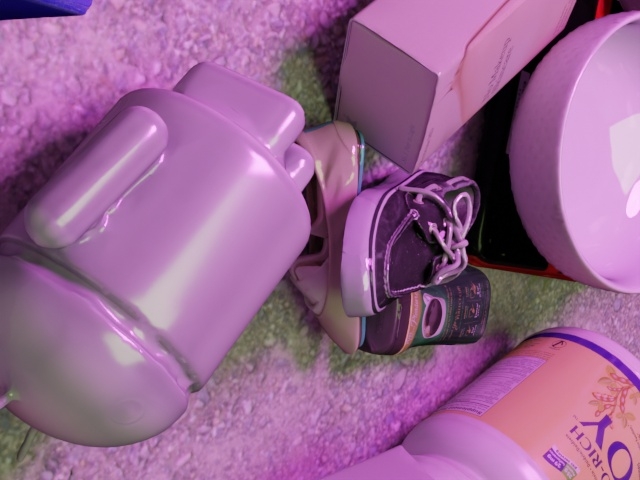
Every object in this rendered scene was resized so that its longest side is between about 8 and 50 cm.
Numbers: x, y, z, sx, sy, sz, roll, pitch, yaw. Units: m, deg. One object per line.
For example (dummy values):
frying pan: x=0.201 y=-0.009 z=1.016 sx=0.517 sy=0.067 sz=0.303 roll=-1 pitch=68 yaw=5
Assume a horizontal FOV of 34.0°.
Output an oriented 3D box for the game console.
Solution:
game console: x=0.326 y=-0.141 z=1.384 sx=0.342 sy=0.060 sz=0.386 roll=9 pitch=92 yaw=-41

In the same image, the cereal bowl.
cereal bowl: x=0.345 y=-0.108 z=1.271 sx=0.339 sy=0.141 sz=0.339 roll=-8 pitch=102 yaw=-39

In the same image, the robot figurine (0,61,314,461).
robot figurine: x=-0.145 y=0.019 z=0.852 sx=0.353 sy=0.200 sz=0.300 roll=-54 pitch=154 yaw=-23

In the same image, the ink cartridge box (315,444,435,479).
ink cartridge box: x=0.006 y=0.358 z=1.064 sx=0.273 sy=0.114 sz=0.197 roll=-19 pitch=113 yaw=-15

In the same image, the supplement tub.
supplement tub: x=0.242 y=0.274 z=1.249 sx=0.331 sy=0.241 sz=0.241 roll=-31 pitch=119 yaw=-36

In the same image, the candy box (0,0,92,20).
candy box: x=-0.309 y=-0.202 z=0.567 sx=0.268 sy=0.317 sz=0.122 roll=9 pitch=92 yaw=-45

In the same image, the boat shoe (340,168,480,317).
boat shoe: x=0.102 y=-0.003 z=1.063 sx=0.306 sy=0.105 sz=0.113 roll=-36 pitch=126 yaw=-67

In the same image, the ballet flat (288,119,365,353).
ballet flat: x=0.000 y=0.000 z=1.085 sx=0.086 sy=0.086 sz=0.248 roll=-11 pitch=104 yaw=-42

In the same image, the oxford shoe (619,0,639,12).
oxford shoe: x=0.396 y=-0.375 z=1.368 sx=0.076 sy=0.076 sz=0.212 roll=14 pitch=63 yaw=-70

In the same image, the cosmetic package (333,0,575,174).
cosmetic package: x=0.157 y=-0.230 z=1.111 sx=0.309 sy=0.113 sz=0.160 roll=-45 pitch=161 yaw=-28

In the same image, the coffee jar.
coffee jar: x=0.110 y=0.077 z=1.194 sx=0.184 sy=0.079 sz=0.096 roll=-1 pitch=102 yaw=-45
